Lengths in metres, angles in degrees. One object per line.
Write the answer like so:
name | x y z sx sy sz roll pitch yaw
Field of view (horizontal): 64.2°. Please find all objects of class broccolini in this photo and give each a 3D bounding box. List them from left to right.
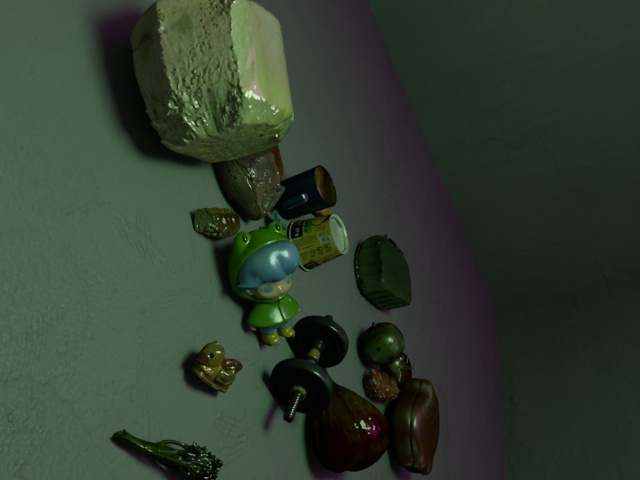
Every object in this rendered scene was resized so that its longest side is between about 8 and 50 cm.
broccolini | -0.233 0.331 0.808 0.201 0.073 0.058 51 51 -34

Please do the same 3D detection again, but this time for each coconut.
coconut | -0.209 -0.328 0.984 0.297 0.297 0.310 -5 80 -64

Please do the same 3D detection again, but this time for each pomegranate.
pomegranate | 0.205 0.328 1.562 0.169 0.148 0.149 42 34 -12

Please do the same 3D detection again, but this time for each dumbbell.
dumbbell | -0.022 0.278 1.158 0.143 0.143 0.325 62 28 -21

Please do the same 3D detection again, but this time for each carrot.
carrot | -0.141 -0.269 1.352 0.069 0.069 0.336 33 42 -53

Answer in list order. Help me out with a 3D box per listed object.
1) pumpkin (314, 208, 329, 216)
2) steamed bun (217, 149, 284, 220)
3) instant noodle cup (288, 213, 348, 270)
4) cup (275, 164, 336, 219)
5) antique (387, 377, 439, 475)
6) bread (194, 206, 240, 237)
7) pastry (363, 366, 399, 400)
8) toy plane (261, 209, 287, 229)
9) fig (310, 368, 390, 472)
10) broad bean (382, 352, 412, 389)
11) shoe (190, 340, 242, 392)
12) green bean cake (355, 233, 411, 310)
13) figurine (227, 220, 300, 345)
pumpkin | -0.010 -0.098 1.540 0.083 0.028 0.050 27 53 -45
steamed bun | -0.158 -0.144 1.189 0.175 0.106 0.145 64 27 -23
instant noodle cup | 0.000 0.000 1.395 0.151 0.122 0.152 42 41 -51
cup | -0.052 -0.127 1.348 0.150 0.138 0.114 16 60 -60
antique | 0.293 0.576 1.593 0.223 0.128 0.278 47 45 -49
bread | -0.212 -0.037 1.075 0.066 0.060 0.110 48 20 16
pastry | 0.180 0.448 1.557 0.169 0.063 0.087 35 35 -44
toy plane | -0.108 0.032 1.237 0.096 0.060 0.235 37 46 -62
fig | 0.027 0.420 1.223 0.290 0.191 0.190 39 13 26
broad bean | 0.260 0.428 1.693 0.165 0.084 0.114 50 60 -46
shoe | -0.192 0.231 0.941 0.069 0.072 0.109 -47 119 -17
green bean cake | 0.216 0.108 1.759 0.227 0.124 0.223 43 41 -43
figurine | -0.115 0.096 1.100 0.162 0.143 0.264 -18 112 -30
